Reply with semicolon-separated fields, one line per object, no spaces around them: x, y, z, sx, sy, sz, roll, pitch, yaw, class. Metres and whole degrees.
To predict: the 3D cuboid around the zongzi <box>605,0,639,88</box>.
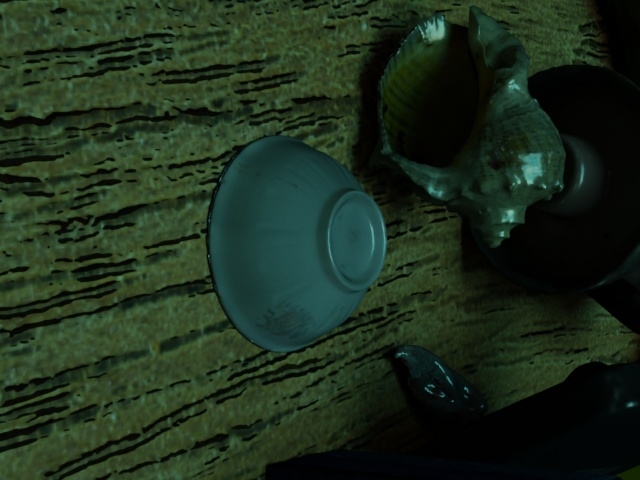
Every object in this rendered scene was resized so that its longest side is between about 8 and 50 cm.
0.423;-0.259;1.501;0.356;0.174;0.393;28;92;-32;zongzi

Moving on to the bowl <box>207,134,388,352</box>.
0.000;0.000;0.986;0.189;0.086;0.189;4;85;-52;bowl

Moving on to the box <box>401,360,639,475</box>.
0.220;0.192;1.102;0.289;0.290;0.073;8;56;-49;box

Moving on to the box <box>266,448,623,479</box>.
0.098;0.312;0.937;0.116;0.279;0.261;3;86;-51;box

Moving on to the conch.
0.137;-0.111;1.110;0.178;0.163;0.245;8;74;-31;conch

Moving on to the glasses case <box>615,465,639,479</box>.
0.349;0.372;1.335;0.173;0.141;0.371;-50;127;-69;glasses case

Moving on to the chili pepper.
0.119;0.147;1.162;0.153;0.041;0.050;37;39;-26;chili pepper

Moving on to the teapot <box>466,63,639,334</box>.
0.363;-0.015;1.251;0.361;0.305;0.376;9;39;-42;teapot
